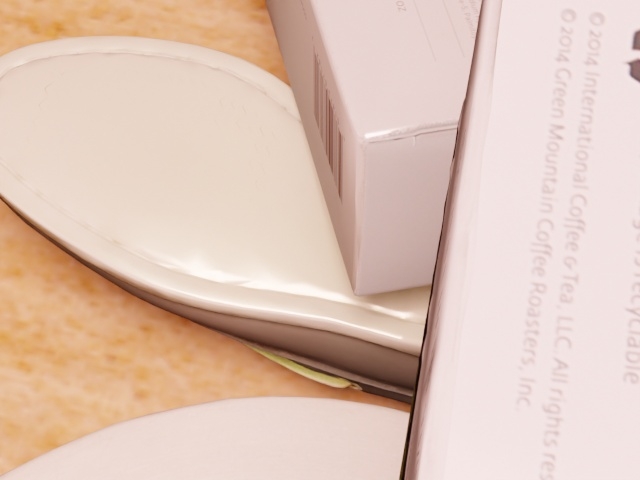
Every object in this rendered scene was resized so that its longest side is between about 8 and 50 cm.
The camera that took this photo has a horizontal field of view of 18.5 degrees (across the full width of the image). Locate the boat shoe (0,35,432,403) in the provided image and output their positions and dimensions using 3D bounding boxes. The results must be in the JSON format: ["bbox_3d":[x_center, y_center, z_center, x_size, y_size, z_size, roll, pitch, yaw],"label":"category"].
[{"bbox_3d":[-0.002,0.004,0.800,0.305,0.091,0.109,18,65,8],"label":"boat shoe"}]

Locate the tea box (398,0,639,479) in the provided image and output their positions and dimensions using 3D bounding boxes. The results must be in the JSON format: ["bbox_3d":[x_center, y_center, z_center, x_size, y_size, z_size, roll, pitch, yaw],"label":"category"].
[{"bbox_3d":[0.119,0.150,0.529,0.220,0.323,0.329,8,65,4],"label":"tea box"}]

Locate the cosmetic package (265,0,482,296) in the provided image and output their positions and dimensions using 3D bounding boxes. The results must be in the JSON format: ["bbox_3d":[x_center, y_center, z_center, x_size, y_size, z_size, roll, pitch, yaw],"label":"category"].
[{"bbox_3d":[0.108,-0.165,0.820,0.284,0.097,0.377,-10,51,-8],"label":"cosmetic package"}]

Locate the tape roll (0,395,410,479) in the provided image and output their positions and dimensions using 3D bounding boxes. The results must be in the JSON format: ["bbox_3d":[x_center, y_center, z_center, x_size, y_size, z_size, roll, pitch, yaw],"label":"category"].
[{"bbox_3d":[-0.016,0.247,0.700,0.392,0.072,0.392,1,65,-1],"label":"tape roll"}]
